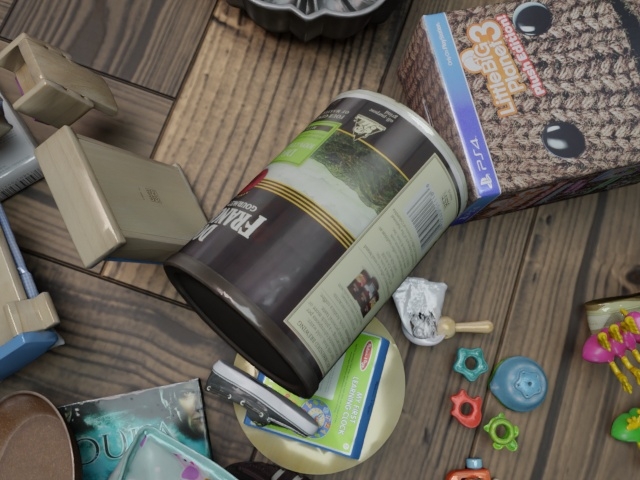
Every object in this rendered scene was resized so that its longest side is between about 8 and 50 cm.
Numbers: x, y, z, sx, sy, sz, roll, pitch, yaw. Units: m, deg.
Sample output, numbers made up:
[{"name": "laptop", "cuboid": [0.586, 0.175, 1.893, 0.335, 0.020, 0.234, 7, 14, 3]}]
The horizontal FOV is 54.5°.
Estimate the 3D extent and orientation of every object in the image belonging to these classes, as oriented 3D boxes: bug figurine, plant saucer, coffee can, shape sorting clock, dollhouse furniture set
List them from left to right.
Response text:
[{"name": "plant saucer", "cuboid": [-0.312, 0.260, 0.656, 0.199, 0.036, 0.198, -9, 72, 30]}, {"name": "dollhouse furniture set", "cuboid": [-0.324, -0.008, 0.724, 0.303, 0.198, 0.286, -33, 75, 14]}, {"name": "shape sorting clock", "cuboid": [-0.003, 0.168, 0.739, 0.206, 0.040, 0.206, -2, 72, 6]}, {"name": "coffee can", "cuboid": [0.000, 0.000, 0.678, 0.201, 0.201, 0.275, 41, 69, 4]}, {"name": "bug figurine", "cuboid": [0.429, 0.141, 0.741, 0.216, 0.072, 0.279, -26, 106, 1]}]

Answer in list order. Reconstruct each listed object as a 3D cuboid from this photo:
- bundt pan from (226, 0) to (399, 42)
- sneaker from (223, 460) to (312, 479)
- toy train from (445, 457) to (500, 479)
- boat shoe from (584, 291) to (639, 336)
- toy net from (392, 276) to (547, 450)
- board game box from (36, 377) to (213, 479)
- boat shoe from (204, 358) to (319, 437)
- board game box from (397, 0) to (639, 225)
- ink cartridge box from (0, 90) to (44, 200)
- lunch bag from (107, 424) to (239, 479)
[{"name": "bundt pan", "cuboid": [-0.009, -0.408, 0.822, 0.331, 0.124, 0.330, 1, 78, -5]}, {"name": "sneaker", "cuboid": [-0.007, 0.366, 0.670, 0.281, 0.106, 0.162, 21, 99, 15]}, {"name": "toy train", "cuboid": [0.155, 0.338, 0.714, 0.125, 0.046, 0.166, 2, 77, -4]}, {"name": "boat shoe", "cuboid": [0.414, 0.091, 0.788, 0.153, 0.056, 0.048, -8, 88, -5]}, {"name": "toy net", "cuboid": [0.167, 0.142, 0.761, 0.232, 0.045, 0.122, 40, 79, 6]}, {"name": "board game box", "cuboid": [-0.221, 0.238, 0.713, 0.186, 0.026, 0.126, -10, 79, -7]}, {"name": "boat shoe", "cuboid": [-0.068, 0.184, 0.698, 0.142, 0.049, 0.040, 28, 83, 20]}, {"name": "board game box", "cuboid": [0.277, -0.171, 0.786, 0.291, 0.141, 0.232, -13, 79, -8]}, {"name": "ink cartridge box", "cuboid": [-0.468, -0.133, 0.764, 0.181, 0.056, 0.224, -33, 78, -11]}, {"name": "lunch bag", "cuboid": [-0.115, 0.334, 0.585, 0.262, 0.223, 0.160, 32, 39, -5]}]
